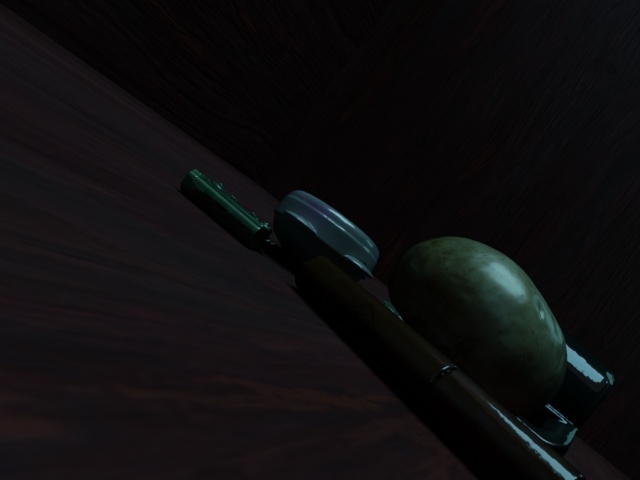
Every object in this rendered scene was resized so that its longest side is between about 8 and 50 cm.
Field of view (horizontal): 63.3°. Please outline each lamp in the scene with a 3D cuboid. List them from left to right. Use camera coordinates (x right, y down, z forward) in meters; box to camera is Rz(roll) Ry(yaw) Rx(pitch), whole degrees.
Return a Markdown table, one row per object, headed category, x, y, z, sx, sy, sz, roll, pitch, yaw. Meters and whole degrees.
| category | x | y | z | sx | sy | sz | roll | pitch | yaw |
| --- | --- | --- | --- | --- | --- | --- | --- | --- | --- |
| lamp | -0.002 | 0.002 | 0.834 | 0.179 | 0.108 | 0.246 | 41 | 0 | -8 |

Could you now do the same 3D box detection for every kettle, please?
| category | x | y | z | sx | sy | sz | roll | pitch | yaw |
| --- | --- | --- | --- | --- | --- | --- | --- | --- | --- |
| kettle | 0.307 | 0.183 | 0.871 | 0.308 | 0.203 | 0.262 | 42 | 2 | 22 |

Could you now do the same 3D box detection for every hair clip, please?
| category | x | y | z | sx | sy | sz | roll | pitch | yaw |
| --- | --- | --- | --- | --- | --- | --- | --- | --- | --- |
| hair clip | 0.217 | 0.199 | 1.117 | 0.229 | 0.036 | 0.066 | 31 | -6 | 38 |

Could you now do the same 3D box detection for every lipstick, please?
| category | x | y | z | sx | sy | sz | roll | pitch | yaw |
| --- | --- | --- | --- | --- | --- | --- | --- | --- | --- |
| lipstick | 0.086 | 0.118 | 0.515 | 0.057 | 0.057 | 0.357 | 35 | 3 | -46 |

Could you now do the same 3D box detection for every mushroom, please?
| category | x | y | z | sx | sy | sz | roll | pitch | yaw |
| --- | --- | --- | --- | --- | --- | --- | --- | --- | --- |
| mushroom | 0.183 | 0.105 | 0.650 | 0.255 | 0.184 | 0.255 | 35 | 0 | 0 |

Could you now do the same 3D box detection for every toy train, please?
| category | x | y | z | sx | sy | sz | roll | pitch | yaw |
| --- | --- | --- | --- | --- | --- | --- | --- | --- | --- |
| toy train | -0.122 | -0.038 | 0.702 | 0.148 | 0.038 | 0.071 | 39 | 5 | 17 |
